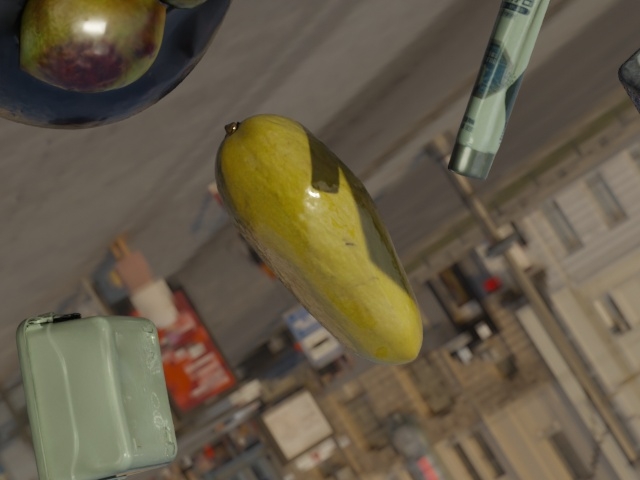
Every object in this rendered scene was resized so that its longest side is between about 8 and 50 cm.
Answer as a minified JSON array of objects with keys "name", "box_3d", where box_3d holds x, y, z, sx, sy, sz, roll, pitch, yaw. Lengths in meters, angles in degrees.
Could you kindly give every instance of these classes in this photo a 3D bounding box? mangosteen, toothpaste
[{"name":"mangosteen","box_3d":[-0.161,-0.209,1.007,0.275,0.275,0.302,-29,-159,-25]},{"name":"toothpaste","box_3d":[0.167,-0.170,1.334,0.039,0.239,0.062,13,-170,-30]}]

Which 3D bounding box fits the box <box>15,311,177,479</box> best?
[{"name":"box","box_3d":[-0.198,0.144,1.370,0.093,0.172,0.124,-14,172,22]}]

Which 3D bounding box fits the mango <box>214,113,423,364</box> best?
[{"name":"mango","box_3d":[-0.004,-0.003,1.744,0.142,0.331,0.195,-36,-163,-13]}]

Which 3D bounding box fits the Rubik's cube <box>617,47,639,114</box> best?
[{"name":"Rubik's cube","box_3d":[0.467,-0.082,1.160,0.304,0.301,0.305,-41,135,0]}]
